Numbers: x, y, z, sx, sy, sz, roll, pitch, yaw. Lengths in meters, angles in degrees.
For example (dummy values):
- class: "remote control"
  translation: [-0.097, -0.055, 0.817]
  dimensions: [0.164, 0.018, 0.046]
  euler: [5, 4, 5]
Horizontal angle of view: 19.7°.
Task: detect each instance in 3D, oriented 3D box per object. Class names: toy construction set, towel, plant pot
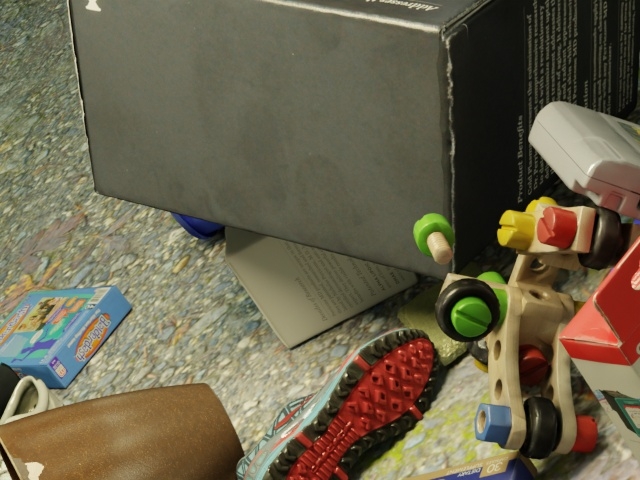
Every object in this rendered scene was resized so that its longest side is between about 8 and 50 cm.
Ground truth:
- class: "toy construction set"
  translation: [0.244, 0.042, 1.759]
  dimensions: [0.308, 0.257, 0.237]
  euler: [-12, 23, -4]
- class: "towel"
  translation: [0.149, 0.080, 2.026]
  dimensions: [0.110, 0.027, 0.148]
  euler: [-35, 24, -1]
- class: "plant pot"
  translation: [-0.205, 0.249, 1.988]
  dimensions: [0.230, 0.215, 0.215]
  euler: [-26, 23, -14]

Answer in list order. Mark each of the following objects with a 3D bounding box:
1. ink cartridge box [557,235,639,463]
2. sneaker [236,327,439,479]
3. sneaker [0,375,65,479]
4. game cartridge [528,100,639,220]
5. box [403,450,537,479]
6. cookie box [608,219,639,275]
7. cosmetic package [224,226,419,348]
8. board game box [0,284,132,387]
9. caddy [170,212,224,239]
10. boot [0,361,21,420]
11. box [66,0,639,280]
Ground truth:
- class: "ink cartridge box"
  translation: [0.297, 0.090, 1.581]
  dimensions: [0.134, 0.231, 0.078]
  euler: [-47, 28, -25]
- class: "sneaker"
  translation: [0.008, 0.179, 1.936]
  dimensions: [0.262, 0.104, 0.125]
  euler: [-42, 24, -16]
- class: "sneaker"
  translation: [-0.380, 0.268, 2.270]
  dimensions: [0.094, 0.091, 0.258]
  euler: [-26, 26, 19]
- class: "game cartridge"
  translation: [0.348, -0.048, 1.723]
  dimensions: [0.196, 0.294, 0.060]
  euler: [-123, 53, -69]
- class: "box"
  translation: [0.113, 0.292, 1.686]
  dimensions: [0.136, 0.036, 0.225]
  euler: [-19, 31, 31]
- class: "cookie box"
  translation: [0.349, 0.019, 1.866]
  dimensions: [0.092, 0.040, 0.107]
  euler: [-10, 35, 40]
- class: "cosmetic package"
  translation: [0.000, 0.000, 2.203]
  dimensions: [0.183, 0.151, 0.151]
  euler: [-28, 25, 14]
- class: "board game box"
  translation: [-0.380, 0.135, 2.558]
  dimensions: [0.210, 0.047, 0.160]
  euler: [-4, 39, 47]
- class: "caddy"
  translation: [-0.165, -0.153, 2.580]
  dimensions: [0.179, 0.241, 0.341]
  euler: [-20, 28, 16]
- class: "boot"
  translation: [-0.464, 0.214, 2.347]
  dimensions: [0.207, 0.094, 0.246]
  euler: [-40, -9, -40]
- class: "box"
  translation: [0.052, -0.227, 2.079]
  dimensions: [0.480, 0.297, 0.472]
  euler: [14, 32, 30]
